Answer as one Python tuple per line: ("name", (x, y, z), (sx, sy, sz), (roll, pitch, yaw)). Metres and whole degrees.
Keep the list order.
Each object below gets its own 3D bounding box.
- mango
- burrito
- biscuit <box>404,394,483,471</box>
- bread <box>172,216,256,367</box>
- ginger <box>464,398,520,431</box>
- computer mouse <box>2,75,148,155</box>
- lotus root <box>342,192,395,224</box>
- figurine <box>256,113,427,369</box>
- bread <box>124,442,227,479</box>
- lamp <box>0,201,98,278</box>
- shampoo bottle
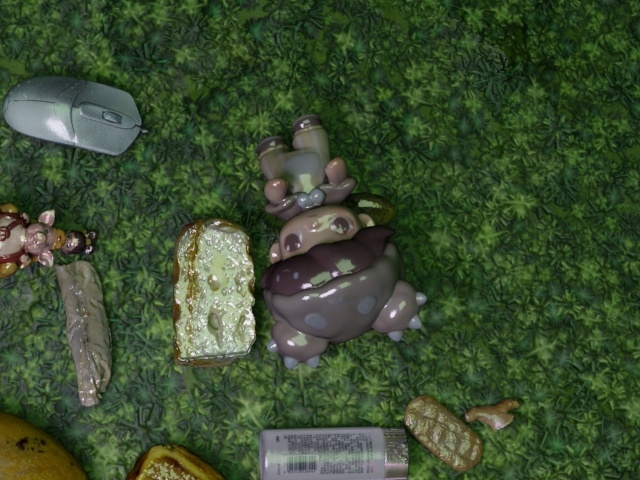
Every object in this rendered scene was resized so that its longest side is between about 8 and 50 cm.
("mango", (-0.473, 0.327, 1.499), (0.329, 0.175, 0.176), (12, 118, -9))
("burrito", (-0.354, 0.136, 1.622), (0.058, 0.063, 0.229), (-22, 72, 24))
("biscuit", (0.195, 0.307, 1.714), (0.147, 0.018, 0.071), (40, 74, 0))
("bread", (-0.163, 0.080, 1.658), (0.128, 0.088, 0.232), (0, 84, -3))
("ginger", (0.280, 0.285, 1.731), (0.097, 0.030, 0.048), (-11, 53, -16))
("computer mouse", (-0.382, -0.197, 1.678), (0.229, 0.068, 0.113), (9, 78, -10))
("lotus root", (0.074, -0.053, 1.749), (0.099, 0.054, 0.049), (10, 86, -9))
("figurine", (0.000, -0.001, 1.655), (0.248, 0.203, 0.380), (-18, 71, 0))
("bread", (-0.195, 0.411, 1.565), (0.222, 0.096, 0.181), (34, 69, -5))
("lamp", (-0.462, 0.001, 1.597), (0.253, 0.118, 0.118), (3, 77, -10))
("shampoo bottle", (0.021, 0.330, 1.653), (0.227, 0.056, 0.086), (0, 76, -12))
